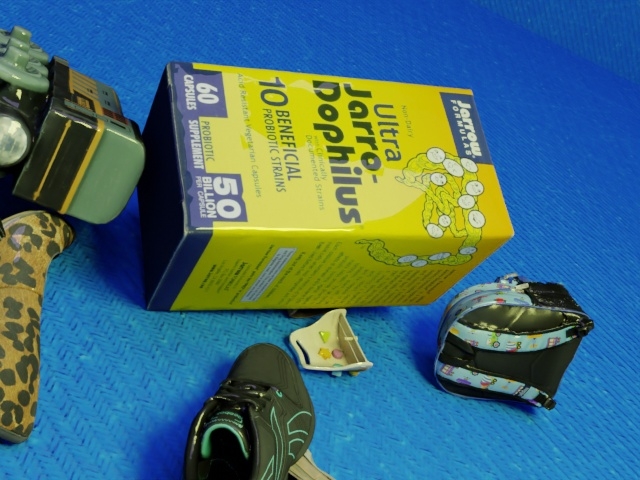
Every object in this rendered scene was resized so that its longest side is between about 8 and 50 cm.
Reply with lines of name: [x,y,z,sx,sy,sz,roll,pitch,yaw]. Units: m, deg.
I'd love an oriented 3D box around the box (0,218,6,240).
box: [-0.430,-0.073,0.700,0.257,0.079,0.322,-24,52,-13]

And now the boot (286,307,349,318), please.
boot: [0.000,0.000,1.106,0.248,0.090,0.206,-8,61,-47]

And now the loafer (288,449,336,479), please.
loafer: [-0.012,0.233,0.797,0.039,0.045,0.125,-23,52,-33]

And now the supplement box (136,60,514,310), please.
supplement box: [-0.006,-0.049,0.932,0.357,0.195,0.194,0,64,-24]

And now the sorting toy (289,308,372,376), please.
sorting toy: [0.005,0.123,0.958,0.075,0.044,0.083,0,43,-29]

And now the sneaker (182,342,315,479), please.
sneaker: [-0.061,0.170,0.751,0.101,0.106,0.267,-2,33,6]

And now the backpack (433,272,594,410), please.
backpack: [0.218,0.119,1.040,0.173,0.158,0.117,7,30,-15]

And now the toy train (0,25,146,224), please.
toy train: [-0.296,-0.129,0.918,0.190,0.142,0.334,24,11,-24]

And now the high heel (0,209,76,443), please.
high heel: [-0.274,0.073,0.794,0.186,0.093,0.261,61,18,-2]
